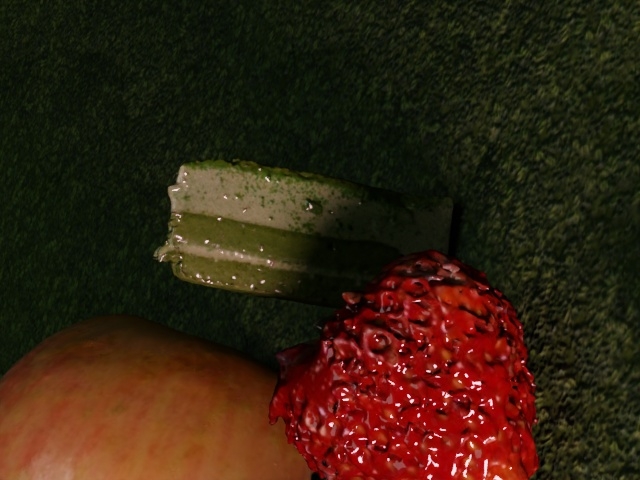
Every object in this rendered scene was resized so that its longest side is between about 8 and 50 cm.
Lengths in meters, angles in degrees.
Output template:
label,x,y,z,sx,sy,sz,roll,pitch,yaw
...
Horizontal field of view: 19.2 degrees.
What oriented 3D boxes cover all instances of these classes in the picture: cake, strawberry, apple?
label,x,y,z,sx,sy,sz,roll,pitch,yaw
cake,-0.005,-0.003,1.442,0.099,0.235,0.100,1,82,47
strawberry,0.070,0.116,1.322,0.201,0.186,0.184,56,159,34
apple,-0.155,0.229,1.601,0.252,0.314,0.309,18,-92,-79
